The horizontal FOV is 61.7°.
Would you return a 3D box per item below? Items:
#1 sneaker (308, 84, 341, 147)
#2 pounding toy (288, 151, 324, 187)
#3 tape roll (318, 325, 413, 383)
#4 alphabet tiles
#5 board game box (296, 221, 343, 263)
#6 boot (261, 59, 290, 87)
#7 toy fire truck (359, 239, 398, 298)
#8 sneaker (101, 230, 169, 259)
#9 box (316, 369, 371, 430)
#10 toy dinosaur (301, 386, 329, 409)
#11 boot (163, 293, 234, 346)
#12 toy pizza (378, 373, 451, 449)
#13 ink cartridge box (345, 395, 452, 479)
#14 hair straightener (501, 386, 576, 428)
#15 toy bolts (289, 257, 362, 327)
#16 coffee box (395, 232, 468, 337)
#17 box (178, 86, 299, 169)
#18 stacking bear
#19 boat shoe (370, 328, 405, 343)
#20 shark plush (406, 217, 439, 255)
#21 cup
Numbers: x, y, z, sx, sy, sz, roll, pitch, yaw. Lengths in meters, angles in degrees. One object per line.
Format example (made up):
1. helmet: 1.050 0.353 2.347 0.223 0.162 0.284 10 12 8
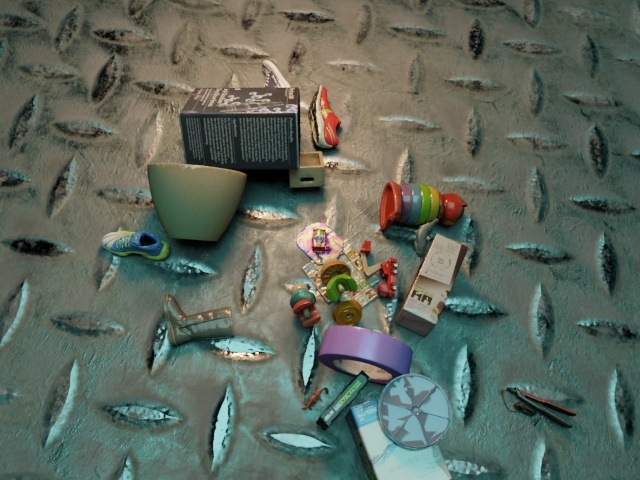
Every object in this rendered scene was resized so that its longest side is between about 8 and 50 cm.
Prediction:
1. sneaker: 0.022 -0.480 2.110 0.118 0.107 0.279 5 67 -20
2. pounding toy: -0.083 -0.278 2.003 0.181 0.094 0.206 -3 34 -3
3. tape roll: 0.136 0.348 1.616 0.274 0.275 0.090 14 65 4
4. alphabet tiles: 0.082 0.133 1.861 0.198 0.009 0.237 -33 70 -16
5. board game box: 0.000 0.000 1.899 0.133 0.033 0.168 -39 69 -18
6. boot: -0.203 -0.649 2.178 0.086 0.069 0.190 -32 72 -19
7. toy fire truck: 0.198 0.101 1.850 0.135 0.047 0.192 10 61 -3
8. sneaker: -0.640 -0.002 1.830 0.240 0.126 0.091 8 65 1
9. box: 0.066 0.480 1.600 0.184 0.191 0.045 -41 75 -18
10. toy dinosaur: -0.010 0.490 1.662 0.047 0.090 0.082 44 102 1
11. boot: -0.397 0.245 1.754 0.208 0.076 0.190 -15 81 -1
12. toy pizza: 0.259 0.471 1.481 0.201 0.032 0.201 1 64 -2
13. ink cartridge box: 0.216 0.593 1.549 0.197 0.198 0.270 -18 66 -11
14. hair straightener: 0.675 0.531 1.677 0.230 0.047 0.089 25 66 9
15. toy bolts: 0.013 0.185 1.780 0.228 0.218 0.158 -24 34 0
16. coffee box: 0.367 0.149 1.777 0.119 0.168 0.297 25 67 9
17. box: -0.270 -0.404 1.915 0.395 0.212 0.293 0 32 -1
18. stacking bear: 0.375 -0.120 1.916 0.289 0.175 0.164 5 72 -10
19. boat shoe: 0.219 0.335 1.753 0.135 0.050 0.045 21 69 18
20. shark plush: 0.376 -0.019 1.871 0.073 0.161 0.067 8 45 -36
21. cup: -0.423 -0.121 1.821 0.331 0.331 0.237 5 91 0
